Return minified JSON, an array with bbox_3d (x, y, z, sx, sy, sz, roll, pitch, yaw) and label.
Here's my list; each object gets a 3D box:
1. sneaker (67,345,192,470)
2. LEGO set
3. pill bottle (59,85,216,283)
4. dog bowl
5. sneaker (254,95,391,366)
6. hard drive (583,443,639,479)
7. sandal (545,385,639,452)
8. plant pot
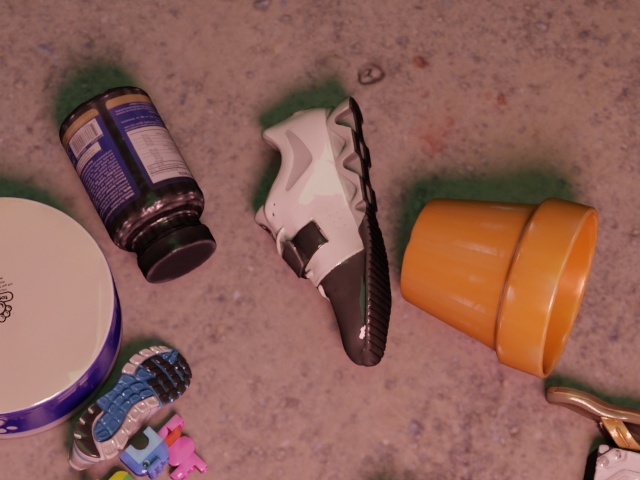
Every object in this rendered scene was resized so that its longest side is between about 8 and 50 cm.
[{"bbox_3d":[-0.224,0.192,1.560,0.071,0.083,0.190,46,48,3],"label":"sneaker"},{"bbox_3d":[-0.207,0.296,1.508,0.093,0.087,0.227,41,72,12],"label":"LEGO set"},{"bbox_3d":[-0.214,-0.064,1.632,0.123,0.123,0.219,-25,73,-14],"label":"pill bottle"},{"bbox_3d":[-0.362,0.087,1.570,0.265,0.104,0.265,1,68,-3],"label":"dog bowl"},{"bbox_3d":[0.000,0.000,1.640,0.146,0.122,0.331,-12,70,10],"label":"sneaker"},{"bbox_3d":[0.387,0.418,1.519,0.237,0.064,0.339,16,67,2],"label":"hard drive"},{"bbox_3d":[0.343,0.218,1.593,0.180,0.072,0.049,20,75,6],"label":"sandal"},{"bbox_3d":[0.202,0.035,1.597,0.188,0.205,0.205,17,67,19],"label":"plant pot"}]
